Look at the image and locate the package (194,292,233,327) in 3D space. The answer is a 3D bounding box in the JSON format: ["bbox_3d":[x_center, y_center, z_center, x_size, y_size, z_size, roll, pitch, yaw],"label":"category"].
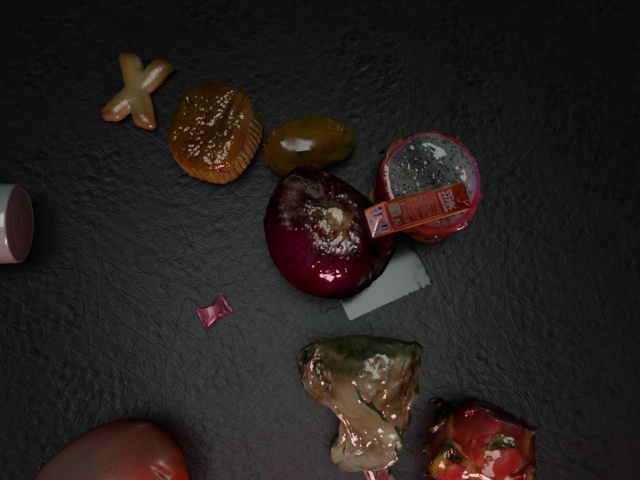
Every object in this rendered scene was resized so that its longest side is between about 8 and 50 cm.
[{"bbox_3d":[-0.277,0.181,1.422,0.083,0.029,0.059,-32,85,-15],"label":"package"}]

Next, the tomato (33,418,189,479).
[{"bbox_3d":[-0.458,0.564,1.204,0.342,0.273,0.341,-7,69,19],"label":"tomato"}]

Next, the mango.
[{"bbox_3d":[-0.028,-0.248,1.460,0.249,0.151,0.155,-10,111,-9],"label":"mango"}]

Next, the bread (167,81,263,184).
[{"bbox_3d":[-0.276,-0.286,1.456,0.228,0.142,0.253,21,81,11],"label":"bread"}]

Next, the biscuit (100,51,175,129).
[{"bbox_3d":[-0.509,-0.418,1.523,0.165,0.047,0.207,13,79,1],"label":"biscuit"}]

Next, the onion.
[{"bbox_3d":[0.000,0.000,1.341,0.337,0.282,0.260,37,81,-5],"label":"onion"}]

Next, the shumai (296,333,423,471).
[{"bbox_3d":[0.105,0.374,1.243,0.292,0.330,0.288,13,67,-24],"label":"shumai"}]

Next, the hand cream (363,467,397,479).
[{"bbox_3d":[0.154,0.597,1.345,0.080,0.050,0.233,-31,87,-10],"label":"hand cream"}]

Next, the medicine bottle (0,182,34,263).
[{"bbox_3d":[-0.900,-0.043,1.346,0.307,0.245,0.244,0,79,-11],"label":"medicine bottle"}]

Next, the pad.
[{"bbox_3d":[0.153,0.087,1.458,0.246,0.006,0.170,-24,81,-5],"label":"pad"}]

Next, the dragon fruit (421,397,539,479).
[{"bbox_3d":[0.358,0.524,1.265,0.269,0.250,0.290,21,95,8],"label":"dragon fruit"}]

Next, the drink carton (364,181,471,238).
[{"bbox_3d":[0.219,-0.070,1.230,0.223,0.096,0.070,-15,88,-26],"label":"drink carton"}]

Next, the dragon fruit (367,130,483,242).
[{"bbox_3d":[0.268,-0.134,1.420,0.291,0.189,0.290,1,82,-10],"label":"dragon fruit"}]
